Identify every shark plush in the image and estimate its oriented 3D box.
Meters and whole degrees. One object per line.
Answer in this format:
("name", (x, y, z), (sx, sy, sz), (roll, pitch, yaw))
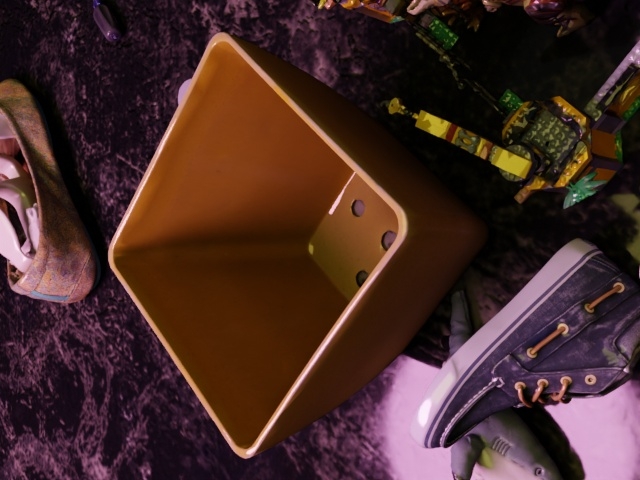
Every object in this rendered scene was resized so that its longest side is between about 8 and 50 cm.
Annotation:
("shark plush", (0.129, 0.119, 0.599), (0.067, 0.073, 0.161), (-22, 54, 19))

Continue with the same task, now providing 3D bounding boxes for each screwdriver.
("screwdriver", (-0.272, -0.297, 0.949), (0.024, 0.025, 0.170), (-49, 52, 30))

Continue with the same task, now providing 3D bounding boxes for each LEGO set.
("LEGO set", (0.102, -0.190, 0.506), (0.255, 0.192, 0.331), (-46, 62, 31))

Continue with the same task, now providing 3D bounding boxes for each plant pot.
("plant pot", (0.000, 0.000, 0.600), (0.212, 0.187, 0.212), (48, 120, 29))

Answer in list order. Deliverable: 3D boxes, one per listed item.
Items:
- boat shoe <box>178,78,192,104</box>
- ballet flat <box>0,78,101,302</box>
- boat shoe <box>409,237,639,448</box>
("boat shoe", (-0.082, -0.124, 0.766), (0.142, 0.040, 0.049), (31, 101, 36))
("ballet flat", (-0.380, -0.075, 0.975), (0.123, 0.123, 0.349), (-44, 63, 32))
("boat shoe", (0.145, 0.088, 0.524), (0.183, 0.065, 0.083), (-47, 60, 1))
